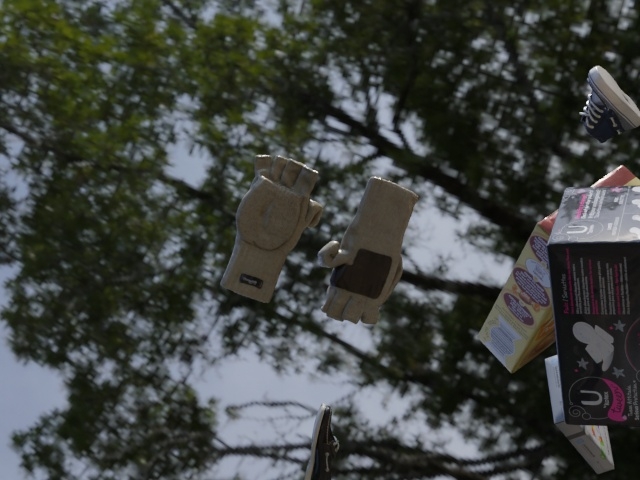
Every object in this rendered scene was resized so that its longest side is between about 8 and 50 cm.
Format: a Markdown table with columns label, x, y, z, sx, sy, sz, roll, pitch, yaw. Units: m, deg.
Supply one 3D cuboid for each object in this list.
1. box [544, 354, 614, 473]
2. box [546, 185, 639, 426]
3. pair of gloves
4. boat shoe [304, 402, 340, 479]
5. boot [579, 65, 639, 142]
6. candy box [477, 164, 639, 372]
| label | x | y | z | sx | sy | sz | roll | pitch | yaw |
| --- | --- | --- | --- | --- | --- | --- | --- | --- | --- |
| box | 0.468 | 0.314 | 2.117 | 0.186 | 0.038 | 0.145 | 49 | -151 | -36 |
| box | 0.356 | 0.076 | 1.398 | 0.163 | 0.142 | 0.247 | -56 | -39 | -57 |
| pair of gloves | 0.000 | 0.000 | 1.605 | 0.042 | 0.240 | 0.204 | -130 | 54 | -86 |
| boat shoe | 0.005 | 0.262 | 1.448 | 0.046 | 0.038 | 0.125 | -71 | -9 | -79 |
| boot | 0.463 | -0.216 | 1.936 | 0.086 | 0.069 | 0.190 | -32 | -35 | 22 |
| candy box | 0.357 | 0.049 | 1.712 | 0.183 | 0.087 | 0.316 | -32 | -22 | -27 |
